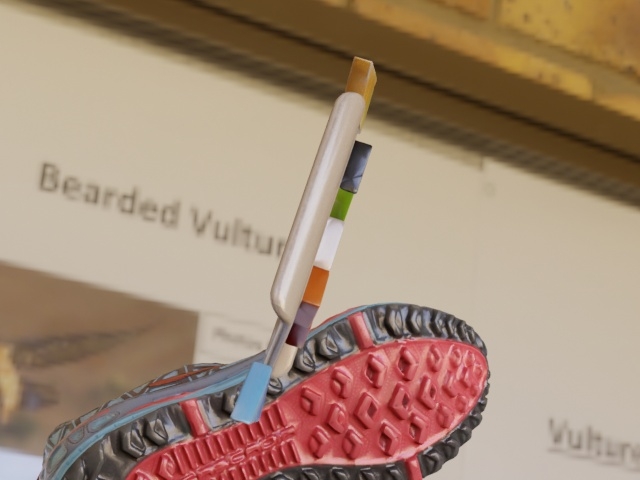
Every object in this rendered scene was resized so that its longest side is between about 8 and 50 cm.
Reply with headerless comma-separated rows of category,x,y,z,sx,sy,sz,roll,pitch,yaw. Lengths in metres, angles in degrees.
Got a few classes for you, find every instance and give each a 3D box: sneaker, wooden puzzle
sneaker,-0.035,0.090,0.855,0.262,0.104,0.125,-15,15,-21
wooden puzzle,0.000,0.000,0.441,0.014,0.116,0.078,18,-12,3
